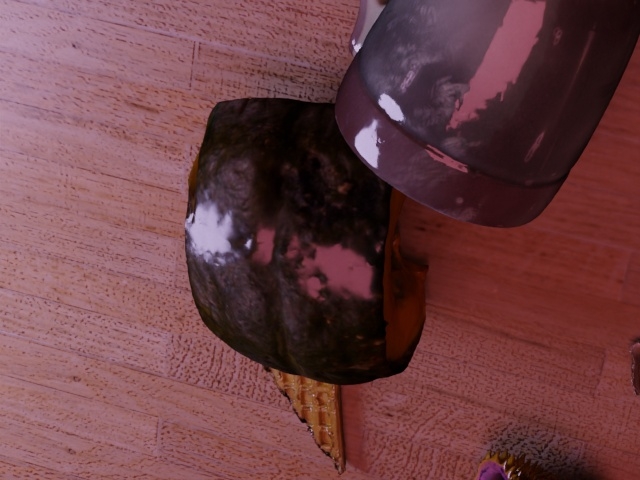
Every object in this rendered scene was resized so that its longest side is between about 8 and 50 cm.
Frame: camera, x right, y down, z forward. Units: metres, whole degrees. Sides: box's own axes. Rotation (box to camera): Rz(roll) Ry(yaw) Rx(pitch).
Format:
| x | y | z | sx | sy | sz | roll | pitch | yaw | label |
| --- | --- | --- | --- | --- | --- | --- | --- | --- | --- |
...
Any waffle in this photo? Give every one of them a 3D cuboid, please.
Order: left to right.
| x | y | z | sx | sy | sz | roll | pitch | yaw | label |
| --- | --- | --- | --- | --- | --- | --- | --- | --- | --- |
| -0.018 | 0.203 | 2.069 | 0.098 | 0.023 | 0.152 | 4 | 118 | 17 | waffle |

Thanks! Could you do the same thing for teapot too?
| x | y | z | sx | sy | sz | roll | pitch | yaw | label |
| --- | --- | --- | --- | --- | --- | --- | --- | --- | --- |
| 0.156 | -0.226 | 1.639 | 0.315 | 0.233 | 0.312 | 46 | 125 | 24 | teapot |

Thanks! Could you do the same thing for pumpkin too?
| x | y | z | sx | sy | sz | roll | pitch | yaw | label |
| --- | --- | --- | --- | --- | --- | --- | --- | --- | --- |
| 0.000 | 0.000 | 1.825 | 0.226 | 0.256 | 0.303 | 4 | 102 | 19 | pumpkin |

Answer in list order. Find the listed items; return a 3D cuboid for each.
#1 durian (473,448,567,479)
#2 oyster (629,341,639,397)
| x | y | z | sx | sy | sz | roll | pitch | yaw | label |
| --- | --- | --- | --- | --- | --- | --- | --- | --- | --- |
| 0.254 | 0.352 | 2.004 | 0.187 | 0.153 | 0.260 | 10 | 119 | -12 | durian |
| 0.362 | 0.151 | 1.916 | 0.051 | 0.034 | 0.093 | -11 | 102 | 5 | oyster |
